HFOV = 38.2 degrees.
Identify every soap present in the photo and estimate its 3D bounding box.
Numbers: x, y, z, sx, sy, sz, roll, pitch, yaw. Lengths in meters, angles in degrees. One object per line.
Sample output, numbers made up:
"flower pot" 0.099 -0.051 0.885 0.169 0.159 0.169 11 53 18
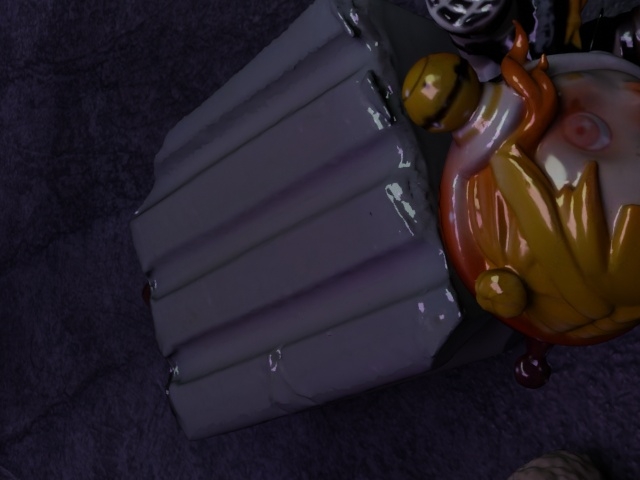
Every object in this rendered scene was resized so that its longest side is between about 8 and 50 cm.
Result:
"soap" 0.000 0.000 0.988 0.435 0.213 0.350 -29 74 41

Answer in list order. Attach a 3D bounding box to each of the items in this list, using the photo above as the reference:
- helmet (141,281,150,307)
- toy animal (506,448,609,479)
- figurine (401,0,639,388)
"helmet" -0.192 0.069 1.284 0.111 0.057 0.089 -14 124 48
"toy animal" 0.218 0.368 0.775 0.188 0.226 0.358 -40 64 38
"figurine" 0.196 -0.058 0.737 0.196 0.320 0.323 135 139 -57
